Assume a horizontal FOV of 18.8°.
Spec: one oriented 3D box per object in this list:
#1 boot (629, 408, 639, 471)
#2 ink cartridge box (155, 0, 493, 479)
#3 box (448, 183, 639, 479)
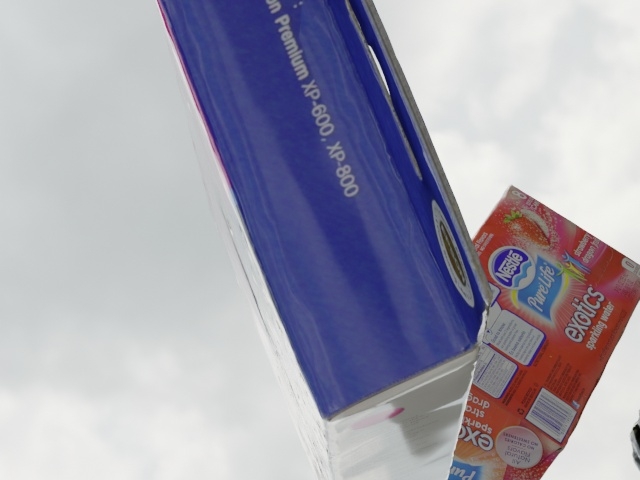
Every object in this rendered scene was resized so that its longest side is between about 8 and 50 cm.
[{"bbox_3d":[0.247,0.216,1.319,0.348,0.260,0.131,-26,-52,1],"label":"boot"},{"bbox_3d":[0.000,0.000,0.751,0.069,0.176,0.371,-20,-16,-7],"label":"ink cartridge box"},{"bbox_3d":[0.124,0.085,1.352,0.123,0.128,0.257,-60,-5,34],"label":"box"}]
